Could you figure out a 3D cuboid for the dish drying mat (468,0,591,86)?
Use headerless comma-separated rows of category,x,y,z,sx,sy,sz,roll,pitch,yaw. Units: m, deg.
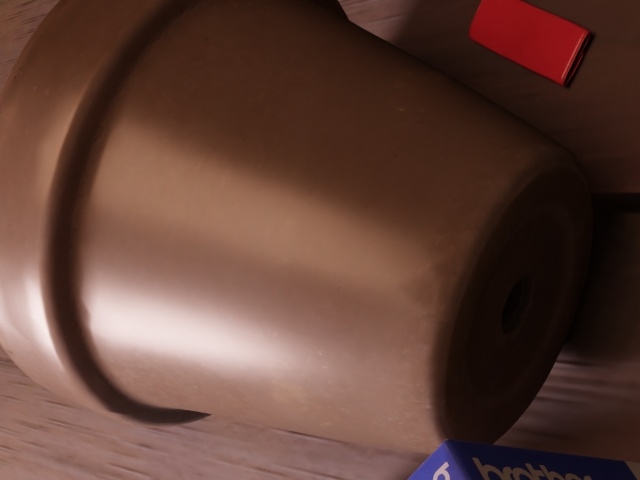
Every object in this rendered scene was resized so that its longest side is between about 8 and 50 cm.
dish drying mat,0.114,-0.113,0.632,0.083,0.008,0.032,40,110,47

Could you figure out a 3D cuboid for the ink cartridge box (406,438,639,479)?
ink cartridge box,0.121,0.127,0.392,0.046,0.207,0.097,-52,45,26

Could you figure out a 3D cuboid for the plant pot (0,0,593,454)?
plant pot,0.000,0.000,0.573,0.229,0.263,0.263,22,96,32
